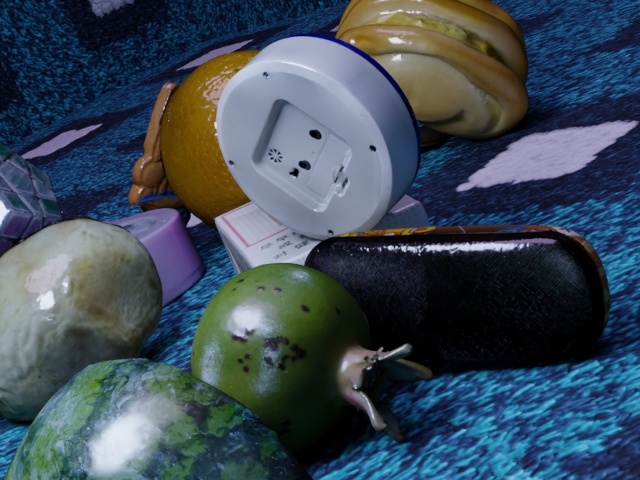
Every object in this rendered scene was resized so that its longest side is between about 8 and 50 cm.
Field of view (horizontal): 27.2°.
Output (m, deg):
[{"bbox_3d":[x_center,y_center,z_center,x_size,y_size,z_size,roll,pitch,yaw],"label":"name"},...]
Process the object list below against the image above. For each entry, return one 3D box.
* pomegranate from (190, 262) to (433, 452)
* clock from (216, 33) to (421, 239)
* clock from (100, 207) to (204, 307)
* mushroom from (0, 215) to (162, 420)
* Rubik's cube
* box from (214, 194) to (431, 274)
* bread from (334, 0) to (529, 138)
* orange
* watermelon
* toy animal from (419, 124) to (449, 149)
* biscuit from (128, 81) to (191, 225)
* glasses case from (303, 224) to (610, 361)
[{"bbox_3d":[-0.010,0.116,1.221,0.224,0.181,0.181,16,37,34],"label":"pomegranate"},{"bbox_3d":[-0.004,-0.111,1.478,0.230,0.230,0.083,-8,30,40],"label":"clock"},{"bbox_3d":[-0.341,0.056,1.927,0.338,0.102,0.338,-20,16,6],"label":"clock"},{"bbox_3d":[-0.308,0.098,1.606,0.267,0.190,0.164,-25,31,-15],"label":"mushroom"},{"bbox_3d":[-0.570,-0.011,2.146,0.264,0.319,0.319,-1,5,-28],"label":"Rubik's cube"},{"bbox_3d":[0.000,-0.001,1.680,0.210,0.095,0.330,-24,18,-8],"label":"box"},{"bbox_3d":[0.172,-0.286,2.006,0.315,0.211,0.270,18,18,2],"label":"bread"},{"bbox_3d":[-0.100,-0.138,1.923,0.274,0.274,0.274,-20,16,6],"label":"orange"},{"bbox_3d":[-0.146,0.217,1.121,0.305,0.180,0.224,-4,68,37],"label":"watermelon"},{"bbox_3d":[0.042,-0.148,2.045,0.272,0.160,0.197,-25,17,15],"label":"toy animal"},{"bbox_3d":[-0.224,-0.110,2.035,0.043,0.280,0.183,23,31,27],"label":"biscuit"},{"bbox_3d":[0.121,0.051,1.267,0.321,0.122,0.082,-1,14,36],"label":"glasses case"}]
